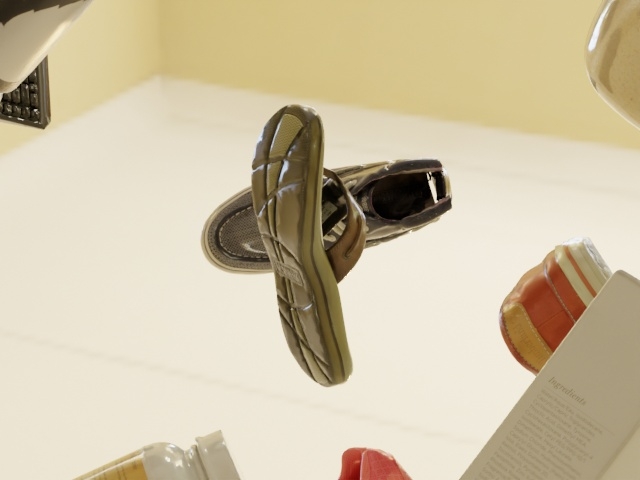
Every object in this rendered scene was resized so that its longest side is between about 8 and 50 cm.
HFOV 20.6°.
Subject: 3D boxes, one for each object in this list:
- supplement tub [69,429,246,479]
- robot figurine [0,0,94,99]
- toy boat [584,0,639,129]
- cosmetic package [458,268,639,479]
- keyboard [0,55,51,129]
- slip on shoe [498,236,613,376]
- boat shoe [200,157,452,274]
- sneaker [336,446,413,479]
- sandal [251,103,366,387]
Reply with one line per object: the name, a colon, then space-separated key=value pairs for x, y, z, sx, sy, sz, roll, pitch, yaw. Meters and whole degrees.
supplement tub: x=-0.134 y=0.225 z=1.204 sx=0.199 sy=0.144 sz=0.144 roll=-25 pitch=-154 yaw=-4
robot figurine: x=-0.267 y=-0.214 z=1.394 sx=0.209 sy=0.278 sz=0.173 roll=24 pitch=-154 yaw=-54
toy boat: x=0.296 y=-0.232 z=1.515 sx=0.318 sy=0.267 sz=0.148 roll=39 pitch=-122 yaw=-6
cosmetic package: x=0.169 y=0.147 z=1.121 sx=0.085 sy=0.231 sz=0.117 roll=36 pitch=178 yaw=38
keyboard: x=-0.413 y=-0.291 z=2.096 sx=0.201 sy=0.317 sz=0.033 roll=8 pitch=155 yaw=-38
slip on shoe: x=0.207 y=0.066 z=1.446 sx=0.101 sy=0.123 sz=0.331 roll=-35 pitch=169 yaw=9
boat shoe: x=0.011 y=-0.041 z=2.269 sx=0.340 sy=0.127 sz=0.158 roll=-17 pitch=179 yaw=-5
sneaker: x=-0.038 y=0.271 z=1.314 sx=0.314 sy=0.136 sz=0.116 roll=-38 pitch=-162 yaw=-27
sandal: x=-0.001 y=0.001 z=1.748 sx=0.086 sy=0.303 sz=0.120 roll=-20 pitch=-150 yaw=-21
